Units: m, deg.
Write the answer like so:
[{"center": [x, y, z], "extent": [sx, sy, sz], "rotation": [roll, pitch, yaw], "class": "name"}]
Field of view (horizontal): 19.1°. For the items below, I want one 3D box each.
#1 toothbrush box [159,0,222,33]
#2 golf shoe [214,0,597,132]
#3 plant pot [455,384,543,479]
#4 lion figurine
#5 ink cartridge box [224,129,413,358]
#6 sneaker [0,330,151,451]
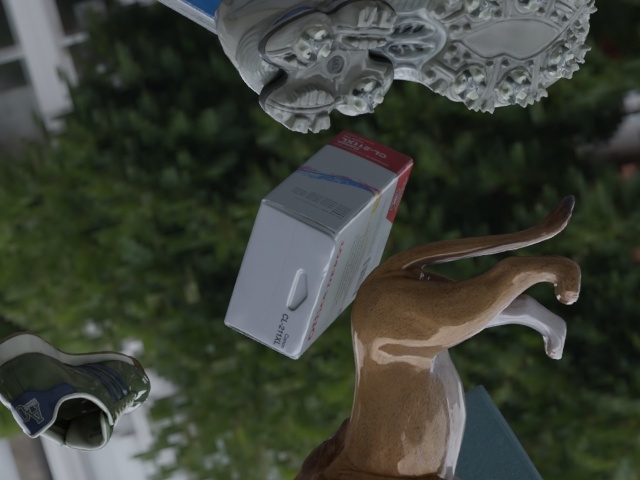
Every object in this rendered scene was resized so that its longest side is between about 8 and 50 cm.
[{"center": [-0.042, -0.291, 1.224], "extent": [0.295, 0.216, 0.126], "rotation": [-60, -163, 0], "class": "toothbrush box"}, {"center": [0.037, -0.098, 0.828], "extent": [0.176, 0.069, 0.086], "rotation": [-7, -150, -31], "class": "golf shoe"}, {"center": [0.137, 0.347, 1.928], "extent": [0.247, 0.252, 0.248], "rotation": [-34, 158, -15], "class": "plant pot"}, {"center": [0.075, 0.140, 1.574], "extent": [0.240, 0.392, 0.142], "rotation": [8, -175, 4], "class": "lion figurine"}, {"center": [0.000, 0.000, 1.580], "extent": [0.072, 0.127, 0.175], "rotation": [26, -151, 13], "class": "ink cartridge box"}, {"center": [-0.187, 0.132, 1.492], "extent": [0.064, 0.086, 0.192], "rotation": [-39, 153, 15], "class": "sneaker"}]
